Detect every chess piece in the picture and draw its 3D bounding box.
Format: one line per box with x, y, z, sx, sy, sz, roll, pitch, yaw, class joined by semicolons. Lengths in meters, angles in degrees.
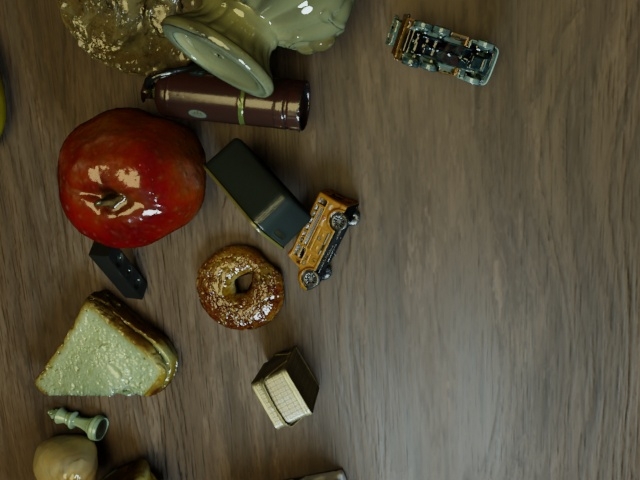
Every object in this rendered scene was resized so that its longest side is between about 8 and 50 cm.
-0.572;0.418;1.789;0.149;0.059;0.059;15;108;17;chess piece

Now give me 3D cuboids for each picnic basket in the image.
-0.068;0.298;1.565;0.079;0.164;0.115;-29;96;11;picnic basket

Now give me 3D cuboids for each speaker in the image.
-0.417;0.062;1.590;0.046;0.191;0.040;5;61;14;speaker

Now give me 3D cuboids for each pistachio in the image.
-0.579;0.517;1.766;0.200;0.145;0.117;11;133;55;pistachio

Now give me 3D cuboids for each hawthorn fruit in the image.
-0.364;-0.109;1.439;0.287;0.330;0.287;1;108;2;hawthorn fruit

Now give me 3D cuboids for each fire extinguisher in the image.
-0.191;-0.269;1.454;0.341;0.141;0.105;8;74;10;fire extinguisher

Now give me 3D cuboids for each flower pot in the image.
-0.114;-0.395;1.294;0.307;0.307;0.244;32;85;4;flower pot

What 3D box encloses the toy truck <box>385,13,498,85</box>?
0.212;-0.336;1.349;0.177;0.115;0.080;15;109;-14;toy truck

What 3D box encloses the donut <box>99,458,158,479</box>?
-0.478;0.643;1.691;0.330;0.330;0.160;-31;102;20;donut

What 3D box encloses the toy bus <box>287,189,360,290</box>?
0.000;0.000;1.507;0.088;0.083;0.195;31;107;15;toy bus

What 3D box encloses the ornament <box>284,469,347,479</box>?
-0.046;0.666;1.618;0.239;0.240;0.239;-17;99;18;ornament

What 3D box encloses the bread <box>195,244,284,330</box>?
-0.168;0.101;1.590;0.193;0.064;0.193;3;102;12;bread

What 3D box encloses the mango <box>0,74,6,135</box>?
-0.760;-0.350;1.586;0.195;0.142;0.332;-27;104;24;mango

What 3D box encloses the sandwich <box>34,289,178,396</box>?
-0.470;0.284;1.698;0.254;0.099;0.288;40;110;2;sandwich

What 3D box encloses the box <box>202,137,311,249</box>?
-0.116;-0.091;1.449;0.090;0.144;0.201;-43;62;3;box

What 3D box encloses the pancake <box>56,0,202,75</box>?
-0.350;-0.504;1.460;0.386;0.082;0.387;5;111;12;pancake
